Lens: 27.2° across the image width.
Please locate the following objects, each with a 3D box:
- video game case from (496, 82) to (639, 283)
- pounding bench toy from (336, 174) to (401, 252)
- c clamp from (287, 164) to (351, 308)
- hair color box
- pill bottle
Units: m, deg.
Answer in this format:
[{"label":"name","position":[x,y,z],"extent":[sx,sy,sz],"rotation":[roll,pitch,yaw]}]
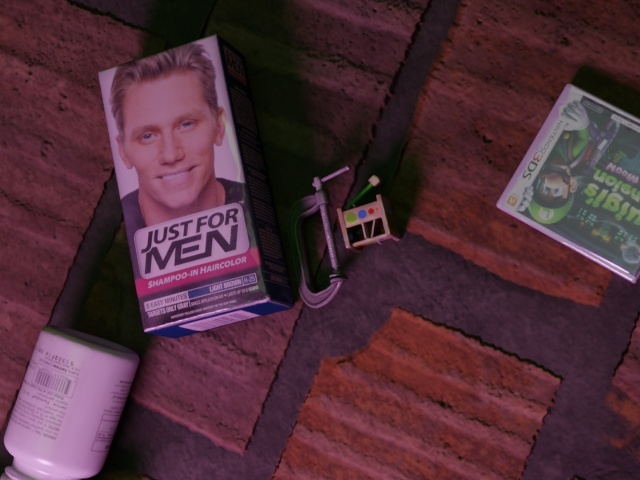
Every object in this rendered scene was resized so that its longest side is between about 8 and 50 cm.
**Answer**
[{"label":"video game case","position":[0.331,-0.070,1.557],"extent":[0.190,0.022,0.173],"rotation":[31,92,19]},{"label":"pounding bench toy","position":[0.053,-0.034,1.625],"extent":[0.065,0.052,0.083],"rotation":[-17,77,15]},{"label":"c clamp","position":[0.000,0.000,1.618],"extent":[0.137,0.022,0.160],"rotation":[-17,79,52]},{"label":"hair color box","position":[-0.159,-0.066,1.671],"extent":[0.174,0.105,0.347],"rotation":[-15,77,15]},{"label":"pill bottle","position":[-0.324,0.232,1.665],"extent":[0.131,0.131,0.229],"rotation":[18,87,19]}]
